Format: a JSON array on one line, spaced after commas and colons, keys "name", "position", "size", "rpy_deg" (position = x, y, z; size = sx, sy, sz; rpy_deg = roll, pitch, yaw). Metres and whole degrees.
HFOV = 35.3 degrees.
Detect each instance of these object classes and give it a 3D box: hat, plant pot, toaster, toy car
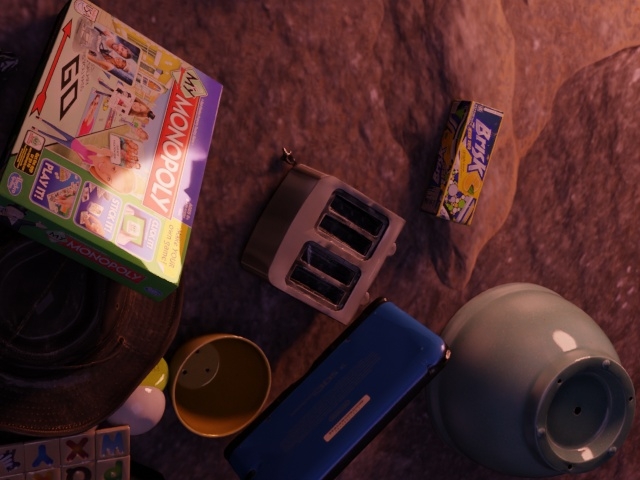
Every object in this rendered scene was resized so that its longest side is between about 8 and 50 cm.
[{"name": "hat", "position": [-0.298, 0.045, 1.111], "size": [0.331, 0.134, 0.331], "rpy_deg": [6, 69, -16]}, {"name": "plant pot", "position": [-0.144, 0.174, 1.300], "size": [0.134, 0.095, 0.134], "rpy_deg": [-7, 105, -27]}, {"name": "toaster", "position": [0.000, 0.000, 1.324], "size": [0.186, 0.110, 0.168], "rpy_deg": [31, 86, -26]}, {"name": "toy car", "position": [-0.279, 0.186, 1.233], "size": [0.182, 0.159, 0.136], "rpy_deg": [-6, 139, -22]}, {"name": "plant pot", "position": [0.330, 0.224, 1.469], "size": [0.293, 0.196, 0.293], "rpy_deg": [-5, 102, -24]}]

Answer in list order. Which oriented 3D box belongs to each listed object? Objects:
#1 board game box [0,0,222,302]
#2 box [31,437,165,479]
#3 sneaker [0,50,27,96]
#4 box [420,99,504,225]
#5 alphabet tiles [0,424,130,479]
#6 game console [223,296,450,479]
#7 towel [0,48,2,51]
[{"name": "board game box", "position": [-0.230, -0.110, 1.124], "size": [0.213, 0.046, 0.317], "rpy_deg": [29, 45, -26]}, {"name": "box", "position": [-0.328, 0.390, 1.262], "size": [0.184, 0.103, 0.261], "rpy_deg": [31, 87, -22]}, {"name": "sneaker", "position": [-0.409, -0.145, 1.142], "size": [0.089, 0.051, 0.170], "rpy_deg": [20, 101, -36]}, {"name": "box", "position": [0.199, -0.111, 1.420], "size": [0.059, 0.054, 0.168], "rpy_deg": [15, 95, -25]}, {"name": "alphabet tiles", "position": [-0.338, 0.313, 1.157], "size": [0.237, 0.009, 0.198], "rpy_deg": [-6, 117, -23]}, {"name": "game console", "position": [0.041, 0.236, 1.296], "size": [0.293, 0.250, 0.173], "rpy_deg": [-45, 120, -6]}, {"name": "towel", "position": [-0.411, -0.216, 1.151], "size": [0.083, 0.009, 0.060], "rpy_deg": [-27, 110, -17]}]
